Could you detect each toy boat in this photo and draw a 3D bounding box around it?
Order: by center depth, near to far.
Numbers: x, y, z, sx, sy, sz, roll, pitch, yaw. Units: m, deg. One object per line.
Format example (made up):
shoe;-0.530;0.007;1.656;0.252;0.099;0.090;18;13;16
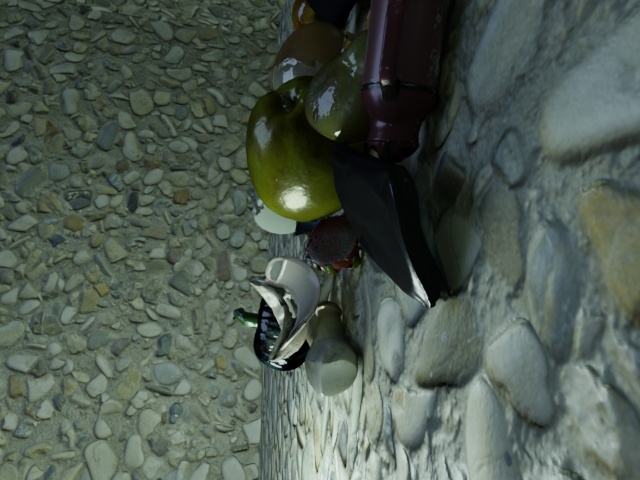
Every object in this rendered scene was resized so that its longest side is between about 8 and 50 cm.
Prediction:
toy boat;-0.027;-0.065;1.401;0.185;0.075;0.077;118;157;-55

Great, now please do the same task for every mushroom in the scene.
mushroom;0.017;0.227;1.023;0.270;0.103;0.118;-103;19;-72
mushroom;-0.006;0.142;1.202;0.099;0.096;0.278;10;-99;-56

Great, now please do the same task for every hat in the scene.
hat;-0.059;0.145;1.108;0.226;0.164;0.220;-34;58;26

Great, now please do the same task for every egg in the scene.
egg;-0.009;-0.392;1.133;0.201;0.201;0.245;132;151;-72

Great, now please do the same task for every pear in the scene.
pear;-0.030;-0.180;1.007;0.321;0.268;0.269;72;-168;-54

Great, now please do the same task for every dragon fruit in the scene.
dragon fruit;0.031;0.006;1.023;0.138;0.142;0.175;-48;-15;-7

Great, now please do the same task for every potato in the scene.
potato;0.066;-0.257;0.797;0.157;0.157;0.194;-97;30;-44

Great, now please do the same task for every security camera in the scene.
security camera;-0.138;-0.166;1.739;0.195;0.194;0.236;110;166;-53

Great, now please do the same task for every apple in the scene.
apple;-0.005;-0.631;1.340;0.147;0.146;0.163;-93;11;-52

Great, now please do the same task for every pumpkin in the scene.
pumpkin;-0.129;0.236;1.366;0.248;0.247;0.248;-176;90;-79

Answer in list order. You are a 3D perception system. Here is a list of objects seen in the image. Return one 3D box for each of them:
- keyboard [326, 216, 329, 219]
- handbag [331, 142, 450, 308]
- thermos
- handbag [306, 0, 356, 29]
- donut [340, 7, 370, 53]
keyboard;0.000;0.000;1.406;0.202;0.011;0.067;118;155;-63
handbag;0.087;-0.040;0.701;0.332;0.074;0.192;-120;6;-70
thermos;0.119;-0.271;0.656;0.136;0.109;0.331;-140;55;-75
handbag;0.050;-0.652;1.074;0.275;0.178;0.302;51;165;-3
donut;0.091;-0.346;0.931;0.181;0.078;0.146;-164;78;-72
